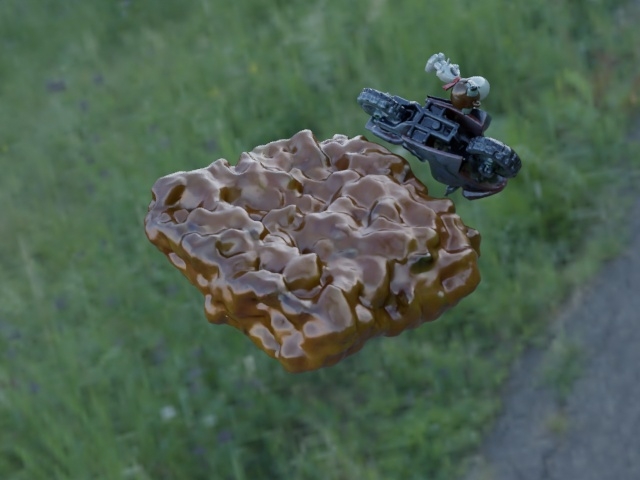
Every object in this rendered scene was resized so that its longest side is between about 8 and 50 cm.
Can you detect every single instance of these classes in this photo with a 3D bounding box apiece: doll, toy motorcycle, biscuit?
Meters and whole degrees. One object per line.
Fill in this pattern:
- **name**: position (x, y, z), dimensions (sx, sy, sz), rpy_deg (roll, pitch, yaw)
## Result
- **doll**: position (0.155, -0.182, 1.770), dimensions (0.085, 0.040, 0.058), rpy_deg (34, 41, 15)
- **toy motorcycle**: position (0.142, -0.116, 1.821), dimensions (0.213, 0.122, 0.082), rpy_deg (27, 69, 20)
- **biscuit**: position (0.000, 0.000, 1.692), dimensions (0.312, 0.110, 0.318), rpy_deg (-22, 42, -33)
